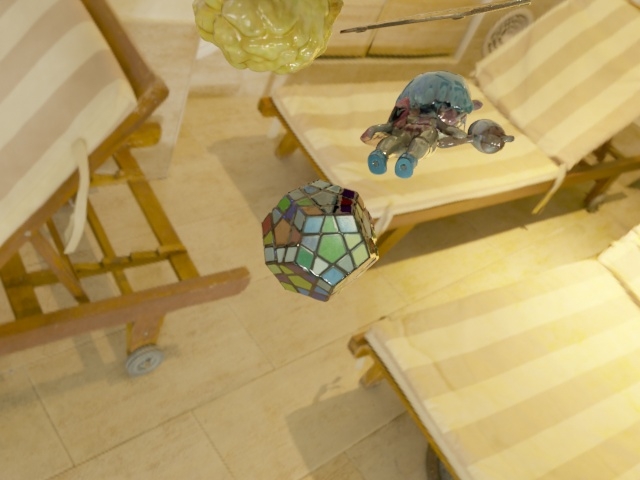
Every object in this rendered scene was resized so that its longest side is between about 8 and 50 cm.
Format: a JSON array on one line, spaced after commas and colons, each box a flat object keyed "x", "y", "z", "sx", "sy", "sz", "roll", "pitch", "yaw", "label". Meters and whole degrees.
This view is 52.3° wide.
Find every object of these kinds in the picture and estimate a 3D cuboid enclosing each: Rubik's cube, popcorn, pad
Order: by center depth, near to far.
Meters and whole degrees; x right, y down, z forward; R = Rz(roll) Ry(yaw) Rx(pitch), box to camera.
[{"x": 0.000, "y": 0.000, "z": 0.711, "sx": 0.133, "sy": 0.133, "sz": 0.112, "roll": -26, "pitch": 72, "yaw": -43, "label": "Rubik's cube"}, {"x": 0.217, "y": -0.427, "z": 1.242, "sx": 0.283, "sy": 0.018, "sz": 0.286, "roll": 7, "pitch": 24, "yaw": 40, "label": "pad"}, {"x": -0.133, "y": -0.506, "z": 1.372, "sx": 0.348, "sy": 0.381, "sz": 0.349, "roll": 3, "pitch": 85, "yaw": -42, "label": "popcorn"}]

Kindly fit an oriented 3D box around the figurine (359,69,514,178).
[{"x": 0.154, "y": -0.158, "z": 0.872, "sx": 0.205, "sy": 0.103, "sz": 0.260, "roll": -3, "pitch": 26, "yaw": 31, "label": "figurine"}]
